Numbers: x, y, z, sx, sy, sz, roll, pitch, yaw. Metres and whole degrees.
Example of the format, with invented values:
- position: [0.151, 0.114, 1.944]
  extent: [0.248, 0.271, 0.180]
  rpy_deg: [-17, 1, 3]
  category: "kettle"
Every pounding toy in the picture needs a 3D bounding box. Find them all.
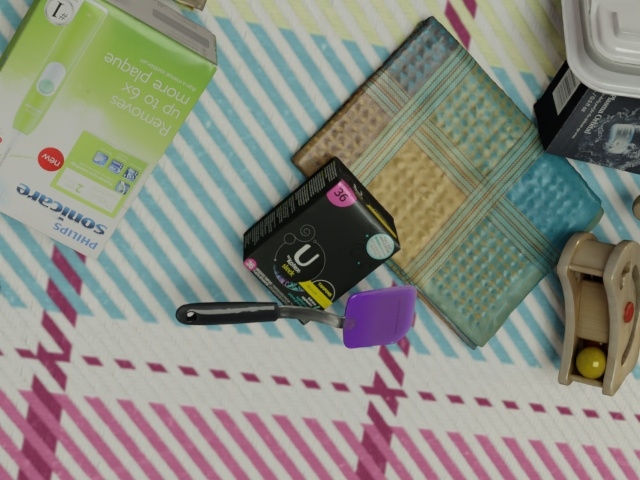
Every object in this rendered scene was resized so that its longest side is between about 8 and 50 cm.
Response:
- position: [0.404, 0.073, 1.869]
  extent: [0.154, 0.155, 0.269]
  rpy_deg: [-11, 110, -58]
  category: "pounding toy"

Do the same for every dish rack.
- position: [0.470, -0.294, 1.774]
  extent: [0.333, 0.072, 0.285]
  rpy_deg: [6, 56, -6]
  category: "dish rack"

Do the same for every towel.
- position: [0.174, -0.072, 1.866]
  extent: [0.271, 0.040, 0.370]
  rpy_deg: [-46, 108, -3]
  category: "towel"

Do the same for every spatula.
- position: [-0.029, 0.092, 1.739]
  extent: [0.296, 0.030, 0.084]
  rpy_deg: [2, 117, -7]
  category: "spatula"

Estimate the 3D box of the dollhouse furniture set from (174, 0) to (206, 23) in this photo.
- position: [-0.186, -0.273, 1.730]
  extent: [0.076, 0.058, 0.151]
  rpy_deg: [20, 76, -11]
  category: "dollhouse furniture set"

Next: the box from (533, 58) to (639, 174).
- position: [0.385, -0.179, 1.835]
  extent: [0.158, 0.093, 0.156]
  rpy_deg: [11, 137, -18]
  category: "box"

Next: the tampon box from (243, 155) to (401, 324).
- position: [0.000, 0.000, 1.776]
  extent: [0.161, 0.101, 0.120]
  rpy_deg: [-40, 109, 13]
  category: "tampon box"

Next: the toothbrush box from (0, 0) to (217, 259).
- position: [-0.276, -0.155, 1.637]
  extent: [0.206, 0.122, 0.283]
  rpy_deg: [30, 111, -18]
  category: "toothbrush box"
